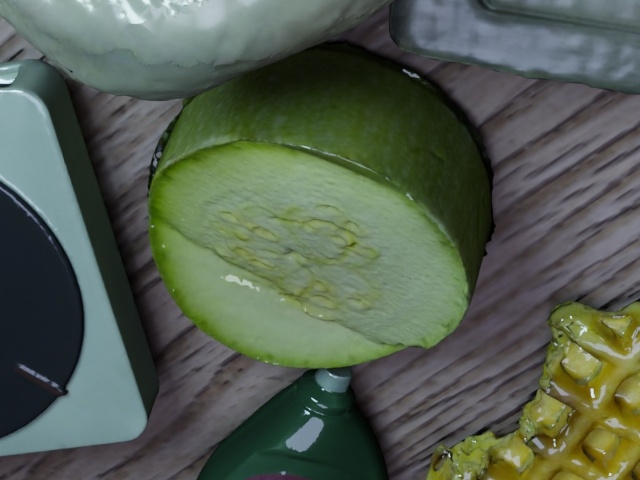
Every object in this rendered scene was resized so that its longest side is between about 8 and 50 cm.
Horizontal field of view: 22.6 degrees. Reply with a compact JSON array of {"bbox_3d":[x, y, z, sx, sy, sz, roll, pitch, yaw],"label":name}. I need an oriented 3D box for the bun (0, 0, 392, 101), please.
[{"bbox_3d":[-0.063,-0.207,0.804,0.273,0.168,0.273,1,93,15],"label":"bun"}]

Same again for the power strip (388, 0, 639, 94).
[{"bbox_3d":[0.178,-0.204,0.836,0.257,0.092,0.251,11,124,1],"label":"power strip"}]

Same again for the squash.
[{"bbox_3d":[-0.005,0.001,0.964,0.220,0.133,0.220,4,126,6],"label":"squash"}]

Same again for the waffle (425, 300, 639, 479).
[{"bbox_3d":[0.200,0.160,1.069,0.291,0.051,0.291,2,119,3],"label":"waffle"}]

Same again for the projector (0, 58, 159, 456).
[{"bbox_3d":[-0.256,0.022,1.025,0.257,0.079,0.259,-7,119,11],"label":"projector"}]

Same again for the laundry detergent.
[{"bbox_3d":[-0.013,0.169,1.095,0.137,0.063,0.211,20,118,-7],"label":"laundry detergent"}]
